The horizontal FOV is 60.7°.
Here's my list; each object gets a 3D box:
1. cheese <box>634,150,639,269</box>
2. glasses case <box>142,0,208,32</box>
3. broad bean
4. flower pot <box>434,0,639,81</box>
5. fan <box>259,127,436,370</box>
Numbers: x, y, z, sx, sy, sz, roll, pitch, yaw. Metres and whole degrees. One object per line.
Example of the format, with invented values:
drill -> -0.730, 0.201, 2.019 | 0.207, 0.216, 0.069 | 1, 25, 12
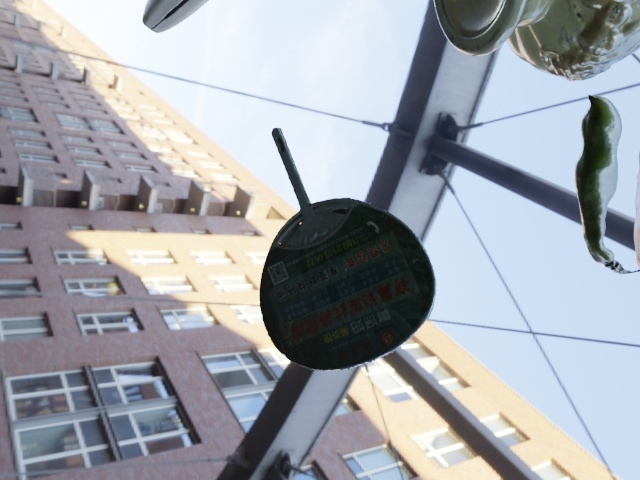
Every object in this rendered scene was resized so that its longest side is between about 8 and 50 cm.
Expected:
cheese -> 0.376, -0.017, 0.369 | 0.318, 0.326, 0.115 | 52, -19, 16
glasses case -> -0.164, -0.335, 0.703 | 0.204, 0.051, 0.081 | -13, -126, 42
broad bean -> 0.477, -0.087, 0.919 | 0.056, 0.098, 0.318 | -121, -168, -75
flower pot -> 0.316, -0.377, 0.776 | 0.307, 0.244, 0.307 | 169, -90, -75
fan -> -0.010, 0.032, 0.665 | 0.294, 0.012, 0.223 | 40, -74, 20
